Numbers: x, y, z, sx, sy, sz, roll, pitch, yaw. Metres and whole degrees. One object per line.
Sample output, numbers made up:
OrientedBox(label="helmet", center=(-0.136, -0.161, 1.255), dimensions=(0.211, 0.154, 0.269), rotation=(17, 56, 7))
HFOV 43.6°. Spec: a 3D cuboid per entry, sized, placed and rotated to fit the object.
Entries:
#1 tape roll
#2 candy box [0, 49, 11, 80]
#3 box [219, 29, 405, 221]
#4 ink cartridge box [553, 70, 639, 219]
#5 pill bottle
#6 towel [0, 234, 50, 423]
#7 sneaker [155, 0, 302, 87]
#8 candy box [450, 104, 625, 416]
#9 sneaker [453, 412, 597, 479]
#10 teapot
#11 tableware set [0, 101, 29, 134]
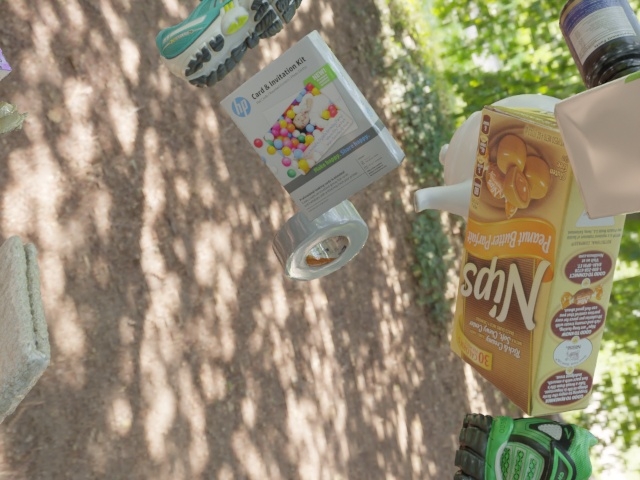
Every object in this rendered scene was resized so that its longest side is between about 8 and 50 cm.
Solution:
OrientedBox(label="tape roll", center=(0.000, 0.000, 1.860), dimensions=(0.072, 0.219, 0.219), rotation=(59, 11, 29))
OrientedBox(label="candy box", center=(-0.630, -0.352, 1.318), dimensions=(0.196, 0.070, 0.165), rotation=(60, 20, 7))
OrientedBox(label="box", center=(-0.009, -0.135, 0.968), dimensions=(0.186, 0.145, 0.038), rotation=(54, 28, -10))
OrientedBox(label="ink cartridge box", center=(0.375, -0.119, 0.675), dimensions=(0.198, 0.273, 0.114), rotation=(-14, -85, 67))
OrientedBox(label="pill bottle", center=(0.498, -0.324, 1.373), dimensions=(0.123, 0.123, 0.219), rotation=(46, 28, -51))
OrientedBox(label="towel", center=(-0.391, 0.122, 0.928), dimensions=(0.049, 0.187, 0.282), rotation=(35, 9, -35))
OrientedBox(label="sneaker", center=(-0.125, -0.348, 1.178), dimensions=(0.110, 0.275, 0.107), rotation=(44, -12, 23))
OrientedBox(label="candy box", center=(0.246, 0.017, 0.921), dimensions=(0.183, 0.088, 0.316), rotation=(-138, -130, -63))
OrientedBox(label="sneaker", center=(0.239, 0.335, 0.820), dimensions=(0.134, 0.146, 0.343), rotation=(-52, 131, -54))
OrientedBox(label="teapot", center=(0.276, -0.117, 1.232), dimensions=(0.256, 0.187, 0.252), rotation=(30, 79, -62))
OrientedBox(label="tableware set", center=(-0.549, -0.177, 1.286), dimensions=(0.141, 0.169, 0.020), rotation=(53, -14, 52))
